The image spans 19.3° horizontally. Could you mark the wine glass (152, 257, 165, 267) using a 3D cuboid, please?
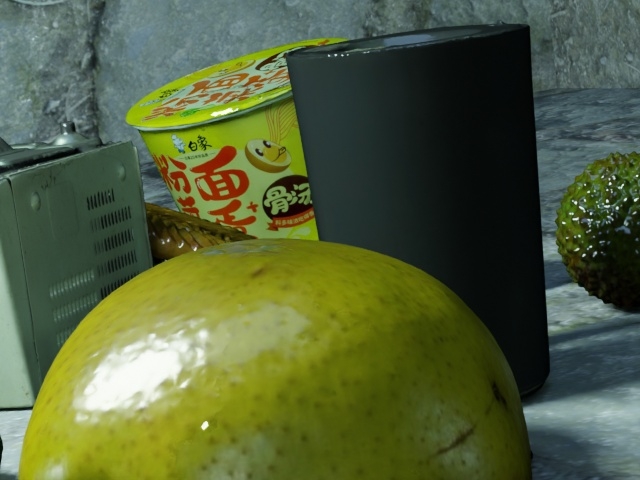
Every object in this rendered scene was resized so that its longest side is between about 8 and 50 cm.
[{"bbox_3d":[-0.254,0.033,2.184,0.103,0.103,0.231,-11,14,-24],"label":"wine glass"}]

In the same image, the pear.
[{"bbox_3d":[-0.026,0.096,1.303,0.340,0.191,0.386,0,12,37],"label":"pear"}]

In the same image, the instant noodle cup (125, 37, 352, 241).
[{"bbox_3d":[-0.064,-0.102,2.359,0.311,0.221,0.311,-17,17,5],"label":"instant noodle cup"}]

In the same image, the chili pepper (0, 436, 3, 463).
[{"bbox_3d":[-0.378,0.152,1.454,0.264,0.116,0.148,-5,4,4],"label":"chili pepper"}]

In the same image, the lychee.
[{"bbox_3d":[0.302,-0.008,1.853,0.171,0.171,0.171,-7,9,1],"label":"lychee"}]

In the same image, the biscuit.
[{"bbox_3d":[-0.139,-0.001,2.119,0.318,0.040,0.318,18,5,-2],"label":"biscuit"}]

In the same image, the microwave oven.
[{"bbox_3d":[-0.411,0.023,1.891,0.394,0.247,0.333,-3,11,22],"label":"microwave oven"}]

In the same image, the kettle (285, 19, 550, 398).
[{"bbox_3d":[0.087,-0.025,1.612,0.203,0.308,0.262,-8,9,-5],"label":"kettle"}]
